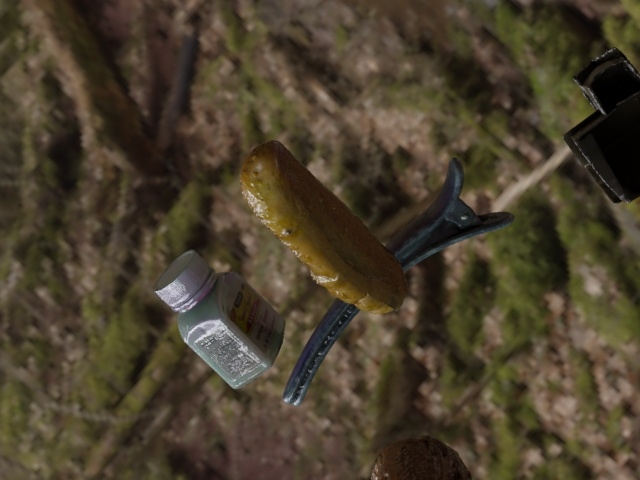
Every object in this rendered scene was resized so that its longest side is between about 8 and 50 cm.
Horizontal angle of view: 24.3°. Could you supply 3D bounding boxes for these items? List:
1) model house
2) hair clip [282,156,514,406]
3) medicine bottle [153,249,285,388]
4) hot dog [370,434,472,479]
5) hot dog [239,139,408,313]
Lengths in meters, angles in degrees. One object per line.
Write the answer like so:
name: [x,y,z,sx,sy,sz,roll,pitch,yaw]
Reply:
model house: [0.471,-0.191,2.244,0.204,0.211,0.243,53,-171,-3]
hair clip: [0.054,0.044,1.385,0.083,0.275,0.048,45,-174,-18]
medicine bottle: [-0.091,0.066,1.330,0.118,0.055,0.074,46,-149,-17]
hot dog: [0.126,0.356,1.819,0.272,0.122,0.196,-91,2,-68]
hot dog: [0.000,0.000,1.088,0.215,0.047,0.066,41,-143,-52]
